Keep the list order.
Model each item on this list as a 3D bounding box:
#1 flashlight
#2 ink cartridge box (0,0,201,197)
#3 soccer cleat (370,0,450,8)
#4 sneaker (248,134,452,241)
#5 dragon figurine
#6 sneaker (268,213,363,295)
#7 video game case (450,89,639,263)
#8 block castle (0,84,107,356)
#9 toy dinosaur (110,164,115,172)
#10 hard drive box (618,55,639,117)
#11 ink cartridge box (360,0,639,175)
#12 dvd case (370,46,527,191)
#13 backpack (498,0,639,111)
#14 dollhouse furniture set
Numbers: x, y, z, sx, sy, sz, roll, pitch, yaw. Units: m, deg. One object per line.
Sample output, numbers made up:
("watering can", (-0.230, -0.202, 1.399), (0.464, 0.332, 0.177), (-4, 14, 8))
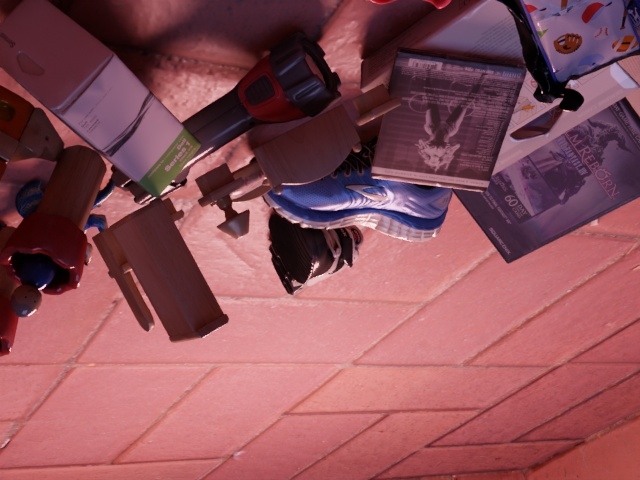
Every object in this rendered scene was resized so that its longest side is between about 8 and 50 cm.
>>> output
("flashlight", (-0.121, -0.149, 1.378), (0.304, 0.103, 0.103), (-30, 124, 22))
("ink cartridge box", (-0.257, -0.163, 1.222), (0.092, 0.160, 0.219), (-49, 152, -5))
("soccer cleat", (0.032, -0.303, 1.166), (0.248, 0.095, 0.083), (-2, 152, -23))
("sneaker", (0.052, -0.099, 1.588), (0.330, 0.129, 0.147), (6, 127, -24))
("dragon figurine", (-0.384, -0.031, 1.531), (0.144, 0.085, 0.289), (4, 151, -32))
("sneaker", (0.000, 0.000, 1.729), (0.146, 0.122, 0.330), (-24, 175, -8))
("video game case", (0.313, -0.102, 1.465), (0.274, 0.196, 0.026), (-30, -166, 34))
("block castle", (-0.482, -0.048, 1.130), (0.453, 0.212, 0.303), (30, 141, -22))
("toy dinosaur", (-0.251, -0.093, 1.496), (0.090, 0.047, 0.082), (-25, 135, -21))
("hard drive box", (0.471, -0.236, 1.404), (0.089, 0.181, 0.232), (-12, 156, -19))
("ink cartridge box", (0.230, -0.216, 1.384), (0.275, 0.060, 0.239), (-32, 128, 34))
("dvd case", (0.163, -0.154, 1.403), (0.165, 0.018, 0.221), (7, 138, -3))
("backpack", (0.235, -0.317, 1.066), (0.213, 0.276, 0.263), (-30, 143, 21))
("dollhouse furniture set", (-0.076, -0.026, 1.402), (0.356, 0.173, 0.303), (-30, -175, -26))
